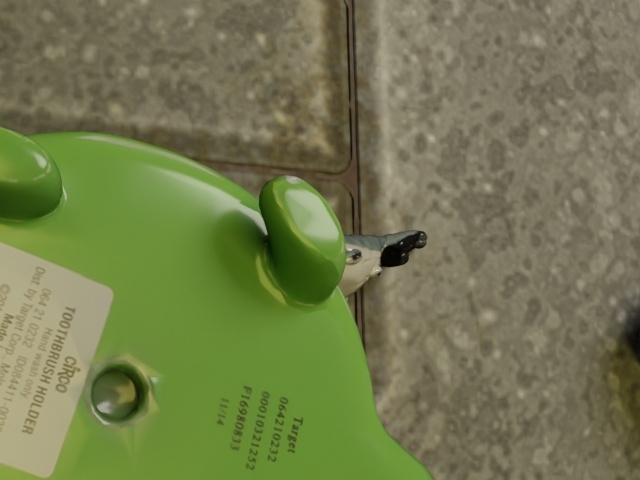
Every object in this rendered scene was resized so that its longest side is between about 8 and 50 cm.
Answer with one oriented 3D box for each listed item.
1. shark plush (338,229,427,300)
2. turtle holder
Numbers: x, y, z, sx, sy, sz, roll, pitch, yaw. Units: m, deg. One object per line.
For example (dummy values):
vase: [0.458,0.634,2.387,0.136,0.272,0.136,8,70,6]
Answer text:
shark plush: [0.000,0.000,0.788,0.161,0.073,0.067,-14,54,-22]
turtle holder: [-0.093,0.078,0.626,0.320,0.227,0.243,-8,81,-28]
